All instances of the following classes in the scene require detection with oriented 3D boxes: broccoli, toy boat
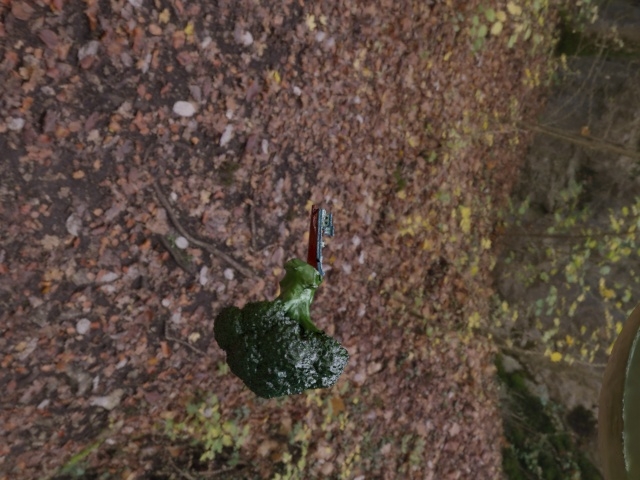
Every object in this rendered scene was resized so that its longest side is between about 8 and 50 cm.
[{"bbox_3d":[-0.066,0.198,1.154,0.297,0.298,0.297,-64,155,-22],"label":"broccoli"},{"bbox_3d":[0.000,0.000,1.289,0.069,0.059,0.172,-105,-161,-80],"label":"toy boat"}]

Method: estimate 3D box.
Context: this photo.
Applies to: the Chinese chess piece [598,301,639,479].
[{"bbox_3d":[0.366,0.140,0.323,0.349,0.350,0.146,-59,140,-11],"label":"Chinese chess piece"}]
